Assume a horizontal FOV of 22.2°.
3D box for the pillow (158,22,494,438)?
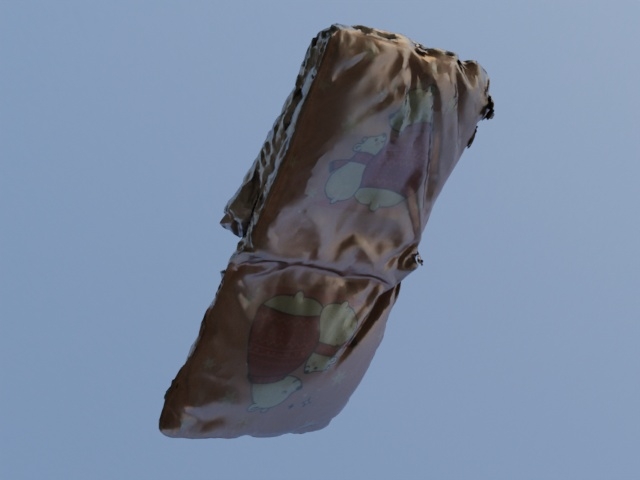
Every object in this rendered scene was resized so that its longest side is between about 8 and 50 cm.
[{"bbox_3d":[0.000,0.000,0.886,0.049,0.135,0.248,47,-60,43],"label":"pillow"}]
